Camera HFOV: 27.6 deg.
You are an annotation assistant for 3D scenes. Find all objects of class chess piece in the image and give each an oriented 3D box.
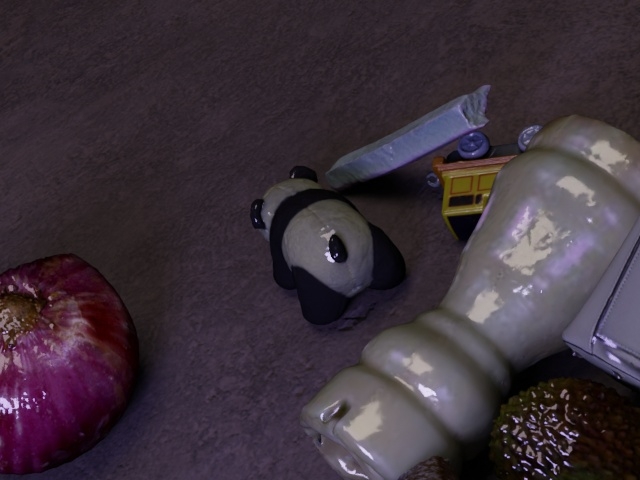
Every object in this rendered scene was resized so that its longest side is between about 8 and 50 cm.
[{"bbox_3d":[0.181,0.086,1.367,0.442,0.234,0.234,-44,41,-17],"label":"chess piece"}]

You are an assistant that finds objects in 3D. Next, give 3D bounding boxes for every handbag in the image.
[{"bbox_3d":[0.370,0.004,1.282,0.109,0.241,0.315,23,85,40],"label":"handbag"}]

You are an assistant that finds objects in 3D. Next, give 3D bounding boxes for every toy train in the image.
[{"bbox_3d":[0.232,-0.068,1.621,0.219,0.089,0.127,-5,53,24],"label":"toy train"}]

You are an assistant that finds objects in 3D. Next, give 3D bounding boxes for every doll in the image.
[{"bbox_3d":[0.002,0.000,1.637,0.143,0.135,0.234,-31,34,-8],"label":"doll"}]

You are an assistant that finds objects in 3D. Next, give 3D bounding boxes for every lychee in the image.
[{"bbox_3d":[0.236,0.205,1.235,0.171,0.171,0.171,-16,39,13],"label":"lychee"}]

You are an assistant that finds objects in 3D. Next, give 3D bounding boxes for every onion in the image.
[{"bbox_3d":[-0.340,0.161,1.589,0.256,0.272,0.230,-34,64,0],"label":"onion"}]

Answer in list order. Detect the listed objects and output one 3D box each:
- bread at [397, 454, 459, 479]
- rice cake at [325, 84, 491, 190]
[{"bbox_3d":[-0.028,0.362,1.166,0.416,0.113,0.165,-37,5,5],"label":"bread"},{"bbox_3d":[0.116,-0.128,1.700,0.290,0.051,0.081,-24,19,49],"label":"rice cake"}]
